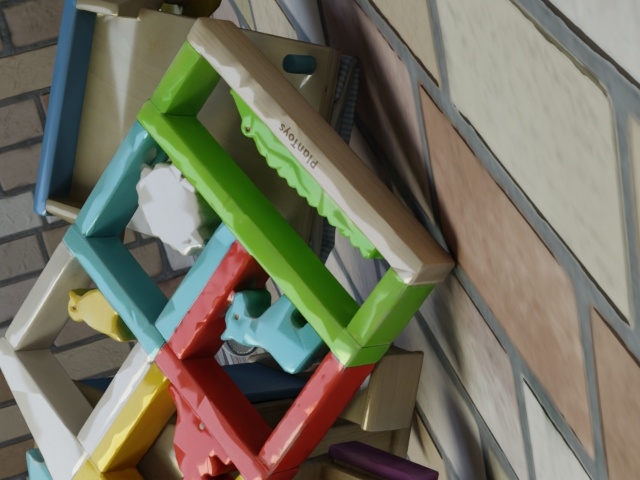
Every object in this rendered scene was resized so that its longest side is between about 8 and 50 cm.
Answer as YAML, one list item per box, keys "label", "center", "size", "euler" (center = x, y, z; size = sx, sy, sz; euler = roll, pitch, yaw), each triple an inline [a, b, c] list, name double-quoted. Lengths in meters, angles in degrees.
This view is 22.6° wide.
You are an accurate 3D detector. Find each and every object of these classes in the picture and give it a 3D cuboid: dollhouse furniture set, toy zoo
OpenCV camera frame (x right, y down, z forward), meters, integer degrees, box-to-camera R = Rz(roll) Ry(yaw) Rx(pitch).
- label: "dollhouse furniture set"
  center: [0.000, 0.000, 0.940]
  size: [0.286, 0.198, 0.303]
  euler: [15, 101, 37]
- label: "toy zoo"
  center: [-0.075, 0.055, 0.855]
  size: [0.192, 0.030, 0.293]
  euler: [48, 118, 27]

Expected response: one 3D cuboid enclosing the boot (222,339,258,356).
- label: "boot"
  center: [-0.099, 0.078, 1.876]
  size: [0.086, 0.069, 0.190]
  euler: [-112, 10, -55]
